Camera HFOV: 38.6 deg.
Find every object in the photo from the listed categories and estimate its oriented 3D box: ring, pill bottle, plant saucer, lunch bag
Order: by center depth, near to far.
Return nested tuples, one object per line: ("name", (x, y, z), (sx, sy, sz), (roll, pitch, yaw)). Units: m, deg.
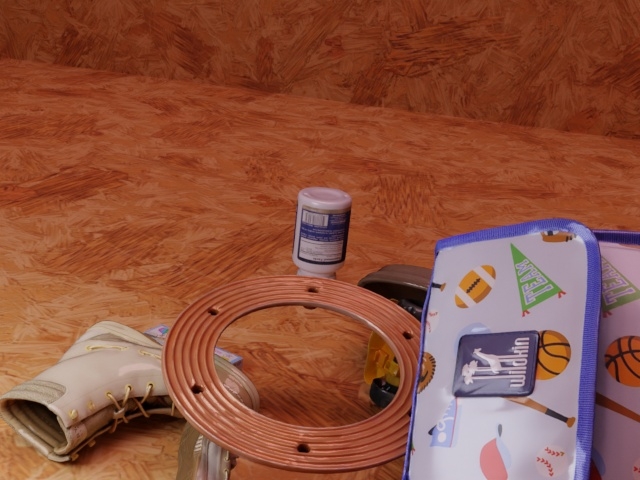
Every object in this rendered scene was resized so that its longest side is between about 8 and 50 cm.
("lunch bag", (0.287, 0.162, 0.930), (0.385, 0.328, 0.239), (7, -25, 9))
("ring", (-0.015, 0.148, 1.064), (0.336, 0.032, 0.336), (7, 33, -5))
("plant saucer", (0.186, 0.102, 1.302), (0.278, 0.041, 0.278), (22, -15, 6))
("pill bottle", (0.000, 0.000, 1.582), (0.094, 0.169, 0.094), (6, 20, -2))

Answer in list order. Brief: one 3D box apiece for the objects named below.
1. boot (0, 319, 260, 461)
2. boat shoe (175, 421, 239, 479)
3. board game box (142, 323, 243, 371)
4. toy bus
("boot", (-0.225, 0.196, 1.091), (0.262, 0.095, 0.203), (20, 27, 18))
("boat shoe", (-0.120, 0.240, 1.008), (0.059, 0.063, 0.170), (32, 37, -22))
("board game box", (-0.200, 0.167, 1.274), (0.154, 0.026, 0.103), (18, 23, 30))
("toy bus", (0.196, 0.176, 1.215), (0.211, 0.149, 0.220), (8, 12, -35))
